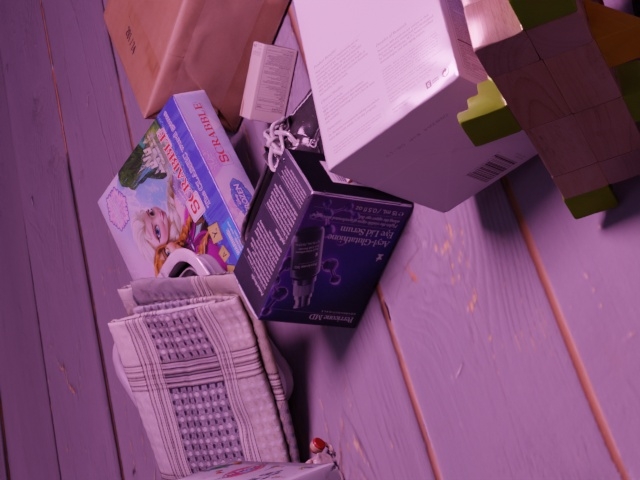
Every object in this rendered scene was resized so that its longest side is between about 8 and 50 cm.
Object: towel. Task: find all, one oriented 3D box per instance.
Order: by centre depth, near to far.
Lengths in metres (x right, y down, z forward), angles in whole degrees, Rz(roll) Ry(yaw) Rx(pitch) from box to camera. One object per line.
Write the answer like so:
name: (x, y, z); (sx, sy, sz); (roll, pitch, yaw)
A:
towel: (-0.171, 0.202, 2.058); (0.312, 0.056, 0.324); (-9, 98, 48)

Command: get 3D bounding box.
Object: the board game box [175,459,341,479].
board game box: (-0.059, 0.404, 1.881); (0.303, 0.097, 0.224); (-15, 91, 61)

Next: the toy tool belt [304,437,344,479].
toy tool belt: (-0.005, 0.308, 1.922); (0.051, 0.052, 0.083); (-53, 39, 29)

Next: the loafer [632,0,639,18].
loafer: (0.345, -0.299, 1.415); (0.078, 0.076, 0.223); (-40, -47, -76)

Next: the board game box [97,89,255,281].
board game box: (-0.203, -0.012, 2.235); (0.318, 0.066, 0.319); (-47, 63, 47)

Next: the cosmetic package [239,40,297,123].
cosmetic package: (-0.078, -0.234, 2.162); (0.041, 0.060, 0.115); (28, 107, 61)

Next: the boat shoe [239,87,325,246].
boat shoe: (-0.034, -0.118, 2.008); (0.306, 0.105, 0.113); (-65, 34, 29)

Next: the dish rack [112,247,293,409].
dish rack: (-0.168, 0.190, 2.144); (0.285, 0.072, 0.333); (54, 135, 17)

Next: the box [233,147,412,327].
box: (0.000, 0.000, 1.876); (0.108, 0.153, 0.207); (58, 134, 48)

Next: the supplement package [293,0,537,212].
supplement package: (0.119, -0.208, 1.619); (0.199, 0.198, 0.263); (-34, 54, 35)

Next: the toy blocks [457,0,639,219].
toy blocks: (0.215, -0.226, 1.397); (0.190, 0.381, 0.261); (-19, 58, 17)

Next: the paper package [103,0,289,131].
paper package: (-0.203, -0.385, 2.311); (0.309, 0.168, 0.325); (-66, 34, 30)

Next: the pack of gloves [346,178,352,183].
pack of gloves: (0.089, -0.201, 1.852); (0.195, 0.046, 0.232); (-44, 38, 24)
